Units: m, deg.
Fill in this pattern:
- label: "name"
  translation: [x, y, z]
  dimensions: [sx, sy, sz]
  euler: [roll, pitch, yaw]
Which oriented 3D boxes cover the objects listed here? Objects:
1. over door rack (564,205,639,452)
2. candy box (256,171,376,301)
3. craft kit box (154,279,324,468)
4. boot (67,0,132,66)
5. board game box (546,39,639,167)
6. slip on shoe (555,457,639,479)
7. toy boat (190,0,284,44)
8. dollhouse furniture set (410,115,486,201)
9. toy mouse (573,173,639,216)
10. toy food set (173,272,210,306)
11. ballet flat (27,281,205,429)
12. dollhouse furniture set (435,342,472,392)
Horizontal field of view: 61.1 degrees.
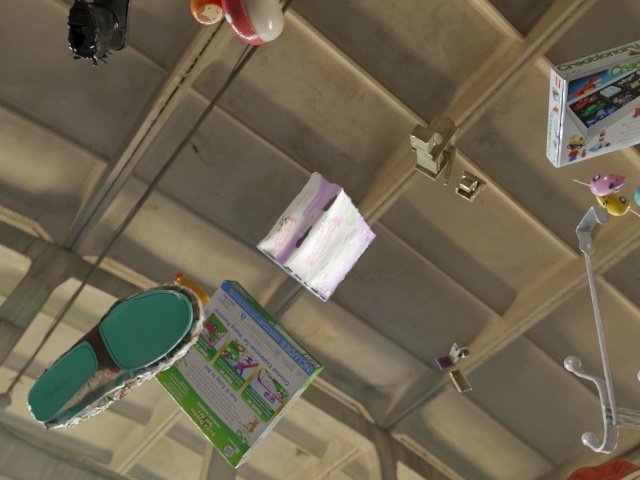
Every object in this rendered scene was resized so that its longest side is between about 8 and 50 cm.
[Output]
- label: "over door rack"
  translation: [0.470, 0.136, 0.740]
  dimensions: [0.239, 0.325, 0.108]
  euler: [10, -22, -2]
- label: "candy box"
  translation: [0.000, 0.000, 0.968]
  dimensions: [0.165, 0.070, 0.196]
  euler: [-52, -32, -5]
- label: "craft kit box"
  translation: [-0.162, 0.248, 1.030]
  dimensions: [0.250, 0.061, 0.247]
  euler: [42, -84, 18]
- label: "boot"
  translation: [-0.256, -0.268, 0.624]
  dimensions: [0.045, 0.099, 0.121]
  euler: [9, -64, 1]
- label: "board game box"
  translation: [0.569, -0.261, 0.978]
  dimensions: [0.305, 0.053, 0.193]
  euler: [-16, -47, 2]
- label: "slip on shoe"
  translation: [0.409, 0.449, 0.888]
  dimensions: [0.331, 0.101, 0.123]
  euler: [-16, -80, -14]
- label: "toy boat"
  translation: [-0.156, -0.427, 0.955]
  dimensions: [0.151, 0.231, 0.151]
  euler: [-20, -52, 3]
- label: "dollhouse furniture set"
  translation: [0.287, -0.186, 1.138]
  dimensions: [0.160, 0.182, 0.101]
  euler: [35, -95, 18]
- label: "toy mouse"
  translation: [0.538, -0.081, 0.958]
  dimensions: [0.160, 0.143, 0.031]
  euler: [24, -103, 1]
- label: "toy food set"
  translation: [-0.283, 0.188, 1.190]
  dimensions: [0.111, 0.104, 0.232]
  euler: [-35, -39, -22]
- label: "ballet flat"
  translation: [-0.203, 0.117, 0.568]
  dimensions: [0.240, 0.077, 0.091]
  euler: [-31, -108, 17]
- label: "dollhouse furniture set"
  translation: [0.369, 0.318, 1.381]
  dimensions: [0.090, 0.114, 0.081]
  euler: [-11, -41, -18]
